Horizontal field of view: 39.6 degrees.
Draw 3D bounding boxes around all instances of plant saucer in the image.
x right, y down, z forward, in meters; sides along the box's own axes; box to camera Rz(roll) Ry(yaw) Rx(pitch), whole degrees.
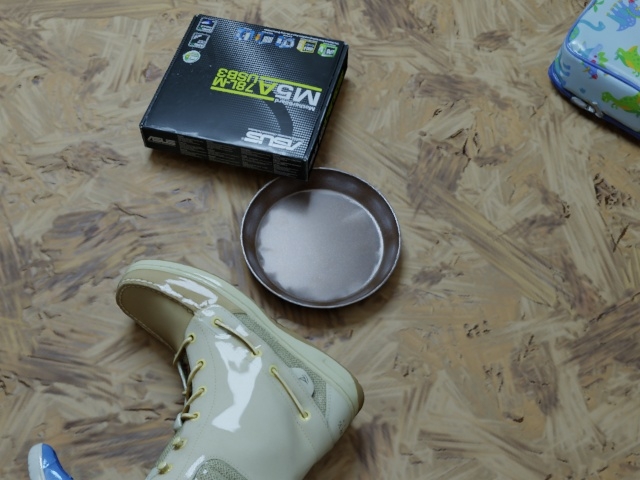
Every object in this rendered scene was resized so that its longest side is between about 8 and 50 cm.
[{"bbox_3d":[0.000,0.000,0.938,0.169,0.029,0.168,2,60,-3],"label":"plant saucer"}]

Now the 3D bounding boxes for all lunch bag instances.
[{"bbox_3d":[0.393,-0.229,1.057,0.176,0.090,0.219,34,65,14],"label":"lunch bag"}]

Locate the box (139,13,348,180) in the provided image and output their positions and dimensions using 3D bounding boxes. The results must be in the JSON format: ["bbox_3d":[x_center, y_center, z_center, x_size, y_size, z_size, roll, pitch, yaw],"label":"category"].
[{"bbox_3d":[-0.081,-0.165,0.997,0.191,0.045,0.184,13,55,9],"label":"box"}]

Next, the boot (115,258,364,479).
[{"bbox_3d":[-0.115,0.144,0.794,0.262,0.095,0.203,33,49,6],"label":"boot"}]

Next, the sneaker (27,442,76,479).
[{"bbox_3d":[-0.193,0.235,0.778,0.085,0.058,0.152,-26,71,-11],"label":"sneaker"}]
